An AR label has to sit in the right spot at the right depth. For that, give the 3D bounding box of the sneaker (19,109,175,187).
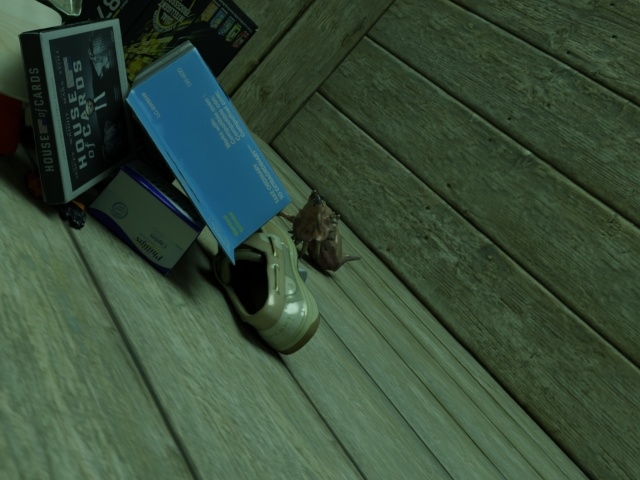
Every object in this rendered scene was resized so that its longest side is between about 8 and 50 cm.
[{"bbox_3d":[-0.297,-0.168,1.166,0.134,0.146,0.343,46,7,36],"label":"sneaker"}]

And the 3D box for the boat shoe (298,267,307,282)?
[{"bbox_3d":[-0.064,0.058,1.527,0.040,0.049,0.142,24,-1,19],"label":"boat shoe"}]

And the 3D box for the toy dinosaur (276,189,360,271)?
[{"bbox_3d":[0.000,0.000,1.993,0.295,0.127,0.200,52,6,-37],"label":"toy dinosaur"}]

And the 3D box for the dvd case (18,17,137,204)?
[{"bbox_3d":[-0.270,-0.158,1.003,0.030,0.179,0.238,-2,18,7],"label":"dvd case"}]

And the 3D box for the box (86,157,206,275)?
[{"bbox_3d":[-0.212,-0.034,1.105,0.126,0.072,0.137,40,7,-8],"label":"box"}]

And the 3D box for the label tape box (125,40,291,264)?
[{"bbox_3d":[-0.147,-0.132,1.170,0.240,0.106,0.333,58,-1,-18],"label":"label tape box"}]

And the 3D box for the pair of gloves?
[{"bbox_3d":[-0.294,-0.046,0.969,0.083,0.010,0.074,41,8,-25],"label":"pair of gloves"}]

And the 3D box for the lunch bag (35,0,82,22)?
[{"bbox_3d":[-0.464,-0.376,1.088,0.235,0.169,0.287,-11,-30,35],"label":"lunch bag"}]

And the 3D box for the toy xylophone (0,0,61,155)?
[{"bbox_3d":[-0.374,-0.237,0.892,0.081,0.236,0.323,-5,-18,27],"label":"toy xylophone"}]

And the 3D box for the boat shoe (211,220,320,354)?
[{"bbox_3d":[-0.095,0.035,1.213,0.098,0.109,0.302,39,12,-35],"label":"boat shoe"}]

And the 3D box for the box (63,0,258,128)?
[{"bbox_3d":[-0.280,-0.308,1.433,0.097,0.318,0.395,44,5,9],"label":"box"}]

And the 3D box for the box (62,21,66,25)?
[{"bbox_3d":[-0.439,-0.387,1.648,0.148,0.121,0.311,-4,21,-12],"label":"box"}]
